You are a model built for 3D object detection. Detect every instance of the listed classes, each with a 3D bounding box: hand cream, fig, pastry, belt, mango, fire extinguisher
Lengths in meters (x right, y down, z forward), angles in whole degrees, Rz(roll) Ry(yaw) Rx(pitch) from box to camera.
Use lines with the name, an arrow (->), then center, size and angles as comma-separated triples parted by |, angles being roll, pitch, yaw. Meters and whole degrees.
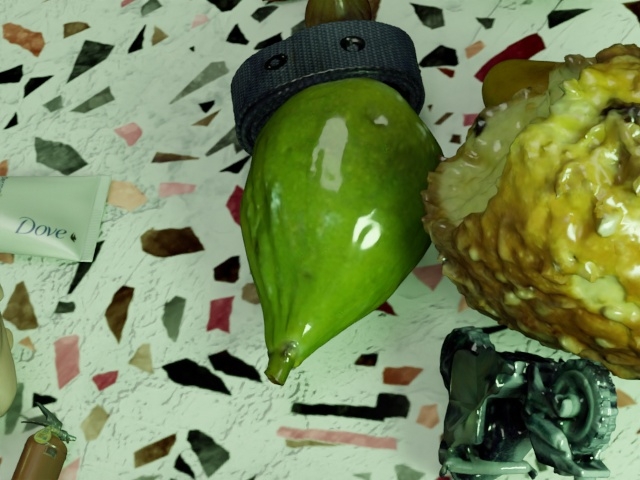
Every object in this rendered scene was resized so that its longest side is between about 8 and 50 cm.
hand cream -> -0.385, -0.030, 1.760 | 0.248, 0.083, 0.133 | 1, 54, 4
fig -> 0.019, -0.303, 1.823 | 0.089, 0.125, 0.089 | -5, 50, 6
pastry -> 0.295, -0.016, 1.365 | 0.337, 0.405, 0.292 | 36, 74, -8
fig -> -0.009, -0.020, 1.547 | 0.314, 0.233, 0.233 | -44, 54, -13
belt -> 0.006, -0.181, 1.729 | 0.230, 0.139, 0.126 | -15, 45, 6
mango -> 0.252, -0.158, 1.669 | 0.163, 0.089, 0.111 | 13, 45, 36
fire extinguisher -> -0.305, 0.254, 1.520 | 0.062, 0.050, 0.177 | 22, 54, -10

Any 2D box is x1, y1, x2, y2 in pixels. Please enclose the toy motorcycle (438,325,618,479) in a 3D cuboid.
toy motorcycle -> 0.184, 0.171, 1.360 | 0.106, 0.159, 0.270 | 4, 5, -26

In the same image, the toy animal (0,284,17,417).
toy animal -> -0.443, 0.137, 1.566 | 0.221, 0.210, 0.229 | 6, 38, 18
